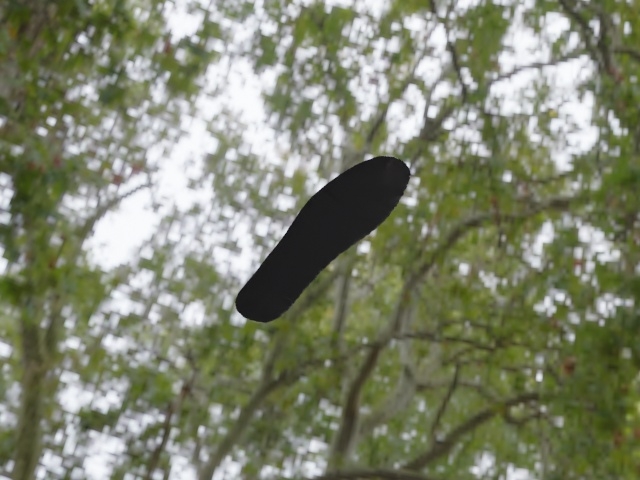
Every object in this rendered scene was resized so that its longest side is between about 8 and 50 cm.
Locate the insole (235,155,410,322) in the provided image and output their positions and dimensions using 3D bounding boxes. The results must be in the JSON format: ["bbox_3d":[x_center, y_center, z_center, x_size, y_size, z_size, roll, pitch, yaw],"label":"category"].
[{"bbox_3d":[0.000,0.000,0.895,0.053,0.002,0.152,28,-64,-29],"label":"insole"}]
